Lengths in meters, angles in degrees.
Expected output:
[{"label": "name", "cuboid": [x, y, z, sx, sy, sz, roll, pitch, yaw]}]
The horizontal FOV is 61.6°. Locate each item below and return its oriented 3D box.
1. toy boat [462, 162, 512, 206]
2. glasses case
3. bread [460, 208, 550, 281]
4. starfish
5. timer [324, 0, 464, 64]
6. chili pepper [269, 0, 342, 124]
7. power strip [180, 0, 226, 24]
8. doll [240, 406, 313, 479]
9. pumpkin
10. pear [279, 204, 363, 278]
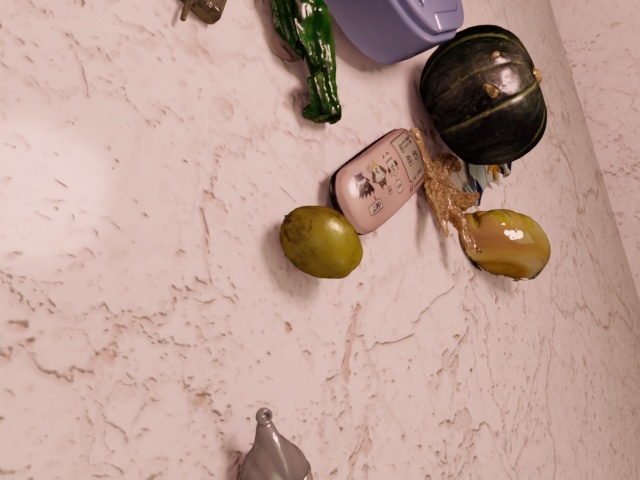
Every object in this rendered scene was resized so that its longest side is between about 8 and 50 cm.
[{"label": "toy boat", "cuboid": [0.428, -0.200, 1.425, 0.220, 0.067, 0.291, 50, 55, -26]}, {"label": "glasses case", "cuboid": [0.112, -0.114, 0.971, 0.314, 0.075, 0.122, -41, 113, -49]}, {"label": "bread", "cuboid": [0.464, -0.002, 1.301, 0.261, 0.156, 0.158, 30, 58, -43]}, {"label": "starfish", "cuboid": [0.277, -0.099, 1.176, 0.299, 0.060, 0.302, 37, 40, -37]}, {"label": "timer", "cuboid": [0.101, -0.525, 1.019, 0.395, 0.173, 0.394, 20, 64, -47]}, {"label": "chili pepper", "cuboid": [-0.018, -0.315, 0.882, 0.099, 0.084, 0.253, -28, 104, -50]}, {"label": "power strip", "cuboid": [-0.161, -0.405, 0.770, 0.092, 0.034, 0.267, 36, 52, -39]}, {"label": "doll", "cuboid": [-0.051, 0.305, 0.636, 0.102, 0.075, 0.227, -12, 99, -42]}, {"label": "pumpkin", "cuboid": [0.375, -0.325, 1.219, 0.323, 0.241, 0.323, 40, 35, -35]}, {"label": "pear", "cuboid": [0.000, 0.000, 0.773, 0.131, 0.107, 0.107, 41, 48, -19]}]
